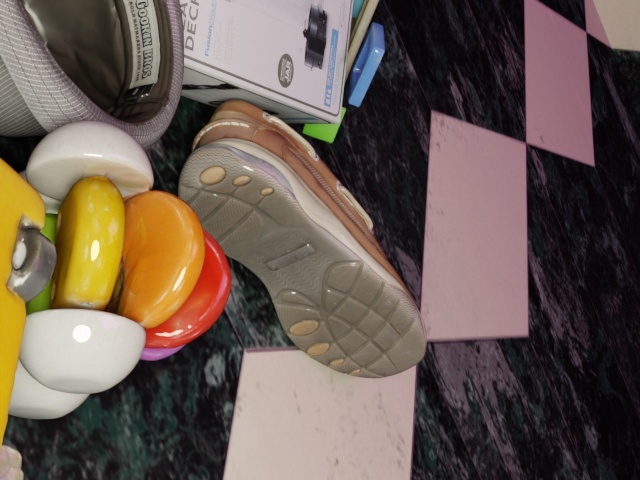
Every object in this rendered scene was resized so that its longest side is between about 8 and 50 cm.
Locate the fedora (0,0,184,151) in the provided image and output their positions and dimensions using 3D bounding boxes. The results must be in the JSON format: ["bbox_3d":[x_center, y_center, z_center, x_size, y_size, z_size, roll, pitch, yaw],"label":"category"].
[{"bbox_3d":[-0.200,-0.173,0.894,0.243,0.124,0.275,-78,149,-43],"label":"fedora"}]

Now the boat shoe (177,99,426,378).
[{"bbox_3d":[0.000,0.000,1.195,0.324,0.123,0.116,53,29,-38],"label":"boat shoe"}]

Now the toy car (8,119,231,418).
[{"bbox_3d":[-0.129,0.025,0.835,0.136,0.182,0.159,10,67,-26],"label":"toy car"}]

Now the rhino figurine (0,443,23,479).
[{"bbox_3d":[-0.162,0.221,0.748,0.073,0.106,0.243,-30,104,-31],"label":"rhino figurine"}]

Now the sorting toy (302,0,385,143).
[{"bbox_3d":[0.028,-0.246,1.370,0.047,0.196,0.347,19,45,-11],"label":"sorting toy"}]

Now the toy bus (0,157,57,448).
[{"bbox_3d":[-0.228,0.095,0.656,0.108,0.130,0.332,44,37,-42],"label":"toy bus"}]

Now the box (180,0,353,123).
[{"bbox_3d":[-0.078,-0.202,1.147,0.290,0.087,0.169,15,81,-61],"label":"box"}]
